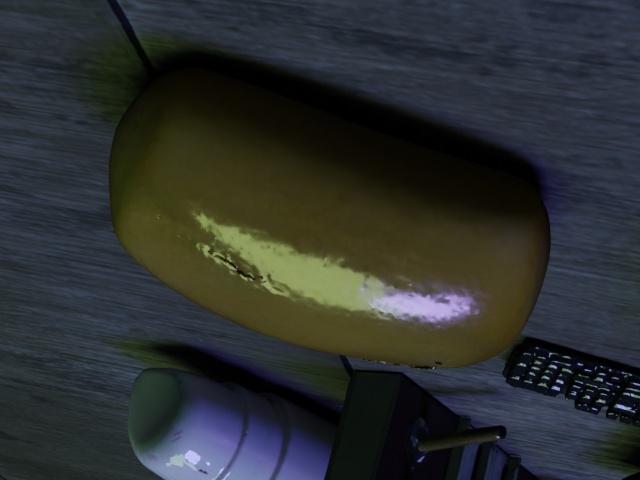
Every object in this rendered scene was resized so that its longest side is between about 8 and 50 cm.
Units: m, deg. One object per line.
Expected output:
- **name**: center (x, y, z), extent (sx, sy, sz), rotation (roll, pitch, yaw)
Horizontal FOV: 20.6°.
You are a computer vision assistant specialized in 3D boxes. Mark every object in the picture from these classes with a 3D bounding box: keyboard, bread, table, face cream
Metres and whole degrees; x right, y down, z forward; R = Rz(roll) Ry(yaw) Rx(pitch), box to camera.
- **keyboard**: center (0.207, 0.099, 1.053), extent (0.195, 0.018, 0.060), rotation (16, 157, 0)
- **bread**: center (0.000, 0.000, 0.845), extent (0.217, 0.098, 0.147), rotation (16, 156, -4)
- **table**: center (0.112, 0.193, 1.214), extent (0.111, 0.122, 0.240), rotation (0, 155, 36)
- **face cream**: center (0.008, 0.189, 1.311), extent (0.345, 0.102, 0.102), rotation (29, 156, -34)

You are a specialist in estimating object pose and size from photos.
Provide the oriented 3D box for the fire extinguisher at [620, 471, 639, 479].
- **fire extinguisher**: center (0.218, 0.178, 1.079), extent (0.075, 0.106, 0.252), rotation (56, 171, 8)
